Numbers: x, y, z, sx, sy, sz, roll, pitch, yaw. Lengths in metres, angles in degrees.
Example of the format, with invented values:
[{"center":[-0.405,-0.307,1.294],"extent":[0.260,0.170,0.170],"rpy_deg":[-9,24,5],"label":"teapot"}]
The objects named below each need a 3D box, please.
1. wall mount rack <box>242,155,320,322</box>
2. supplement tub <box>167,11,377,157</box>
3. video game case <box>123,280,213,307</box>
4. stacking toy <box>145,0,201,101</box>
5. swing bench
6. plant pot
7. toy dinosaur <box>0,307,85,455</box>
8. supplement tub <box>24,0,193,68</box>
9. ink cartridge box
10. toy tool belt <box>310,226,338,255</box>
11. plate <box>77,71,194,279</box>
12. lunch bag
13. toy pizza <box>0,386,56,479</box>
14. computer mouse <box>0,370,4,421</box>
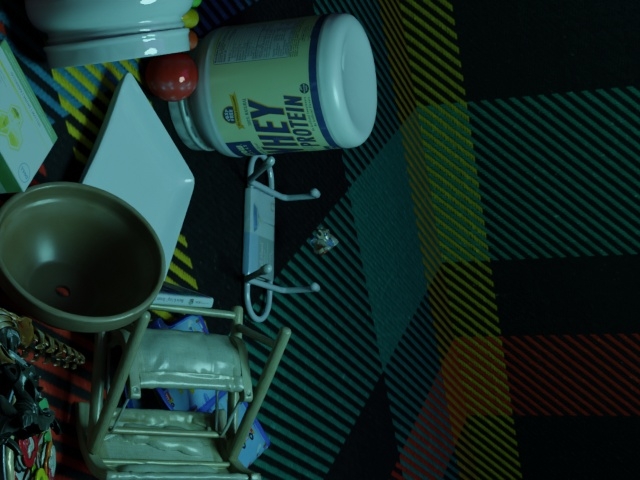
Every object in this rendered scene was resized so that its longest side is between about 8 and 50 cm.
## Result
[{"center":[-0.093,-0.021,2.271],"extent":[0.304,0.130,0.350],"rpy_deg":[24,64,-66],"label":"wall mount rack"},{"center":[-0.084,-0.270,2.058],"extent":[0.235,0.325,0.235],"rpy_deg":[-3,90,-69],"label":"supplement tub"},{"center":[-0.262,0.072,1.724],"extent":[0.143,0.157,0.019],"rpy_deg":[8,95,-48],"label":"video game case"},{"center":[-0.255,-0.398,1.940],"extent":[0.141,0.141,0.330],"rpy_deg":[-21,114,-68],"label":"stacking toy"},{"center":[-0.211,0.223,1.726],"extent":[0.253,0.165,0.254],"rpy_deg":[10,94,-34],"label":"swing bench"},{"center":[-0.340,0.043,1.587],"extent":[0.110,0.237,0.237],"rpy_deg":[-57,-173,42],"label":"plant pot"},{"center":[-0.405,0.145,1.390],"extent":[0.322,0.164,0.218],"rpy_deg":[-7,69,-37],"label":"toy dinosaur"},{"center":[-0.306,-0.419,1.625],"extent":[0.241,0.241,0.331],"rpy_deg":[-33,118,-66],"label":"supplement tub"},{"center":[-0.439,-0.124,1.504],"extent":[0.235,0.056,0.171],"rpy_deg":[-73,152,-45],"label":"ink cartridge box"},{"center":[0.000,0.000,2.307],"extent":[0.051,0.052,0.083],"rpy_deg":[54,18,-1],"label":"toy tool belt"},{"center":[-0.302,-0.077,1.859],"extent":[0.278,0.045,0.277],"rpy_deg":[62,32,-48],"label":"plate"},{"center":[-0.229,0.266,1.931],"extent":[0.221,0.138,0.293],"rpy_deg":[-37,109,-63],"label":"lunch bag"},{"center":[-0.381,0.282,1.542],"extent":[0.201,0.032,0.201],"rpy_deg":[-4,90,-87],"label":"toy pizza"},{"center":[-0.432,0.245,1.490],"extent":[0.106,0.042,0.193],"rpy_deg":[32,52,-72],"label":"computer mouse"}]
